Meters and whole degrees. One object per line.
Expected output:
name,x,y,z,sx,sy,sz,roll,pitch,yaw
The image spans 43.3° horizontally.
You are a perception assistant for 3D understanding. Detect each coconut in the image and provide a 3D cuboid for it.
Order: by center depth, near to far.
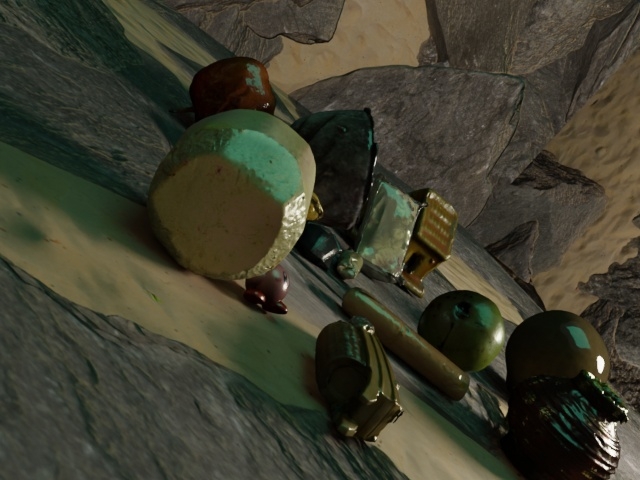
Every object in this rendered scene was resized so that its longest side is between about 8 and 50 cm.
coconut,-0.127,-0.073,1.192,0.239,0.239,0.244,39,18,-10

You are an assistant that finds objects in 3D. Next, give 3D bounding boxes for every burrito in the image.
burrito,0.066,0.052,1.771,0.058,0.045,0.188,57,9,-3

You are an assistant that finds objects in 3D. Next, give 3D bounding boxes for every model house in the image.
model house,0.218,-0.033,2.067,0.268,0.239,0.173,38,12,-25

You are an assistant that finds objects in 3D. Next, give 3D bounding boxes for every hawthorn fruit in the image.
hawthorn fruit,-0.230,-0.313,1.852,0.207,0.243,0.207,164,-90,-73

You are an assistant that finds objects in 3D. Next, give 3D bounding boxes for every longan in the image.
longan,0.562,0.296,1.944,0.258,0.258,0.258,39,13,-11

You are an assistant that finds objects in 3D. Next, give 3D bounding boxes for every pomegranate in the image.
pomegranate,0.309,0.206,1.711,0.210,0.179,0.179,48,6,-36

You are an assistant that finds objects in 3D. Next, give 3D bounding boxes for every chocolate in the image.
chocolate,-0.008,-0.181,1.896,0.213,0.303,0.303,6,23,-12

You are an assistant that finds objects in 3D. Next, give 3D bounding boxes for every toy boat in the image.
toy boat,0.044,0.182,1.159,0.115,0.089,0.310,36,14,-12

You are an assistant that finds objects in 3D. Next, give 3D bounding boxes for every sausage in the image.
sausage,0.162,0.195,1.538,0.301,0.066,0.066,38,13,-9

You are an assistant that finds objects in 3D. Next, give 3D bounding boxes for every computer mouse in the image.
computer mouse,0.000,0.000,1.708,0.106,0.062,0.192,40,14,2

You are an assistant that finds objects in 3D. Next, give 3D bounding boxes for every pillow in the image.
pillow,0.160,-0.021,1.948,0.169,0.255,0.059,26,-25,-12

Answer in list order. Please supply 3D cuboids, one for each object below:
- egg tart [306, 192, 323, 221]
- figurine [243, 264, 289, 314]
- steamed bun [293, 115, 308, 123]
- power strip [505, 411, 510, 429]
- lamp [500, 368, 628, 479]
egg tart,-0.056,-0.074,1.756,0.129,0.049,0.129,20,-32,13
figurine,-0.082,0.065,1.222,0.067,0.071,0.083,-1,-26,35
steamed bun,-0.038,-0.230,2.116,0.106,0.183,0.183,16,18,-9
power strip,0.502,0.464,1.697,0.305,0.044,0.064,42,12,7
lamp,0.466,0.356,1.539,0.247,0.247,0.247,39,13,-11
